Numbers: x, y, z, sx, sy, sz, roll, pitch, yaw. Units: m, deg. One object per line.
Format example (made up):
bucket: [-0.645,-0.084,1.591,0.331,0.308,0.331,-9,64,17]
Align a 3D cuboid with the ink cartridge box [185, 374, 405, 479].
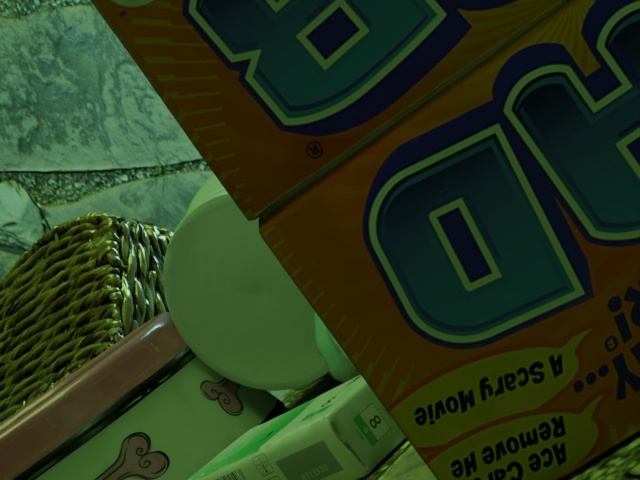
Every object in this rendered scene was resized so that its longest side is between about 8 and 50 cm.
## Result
ink cartridge box: [0.030,0.112,1.298,0.181,0.056,0.225,-32,6,47]

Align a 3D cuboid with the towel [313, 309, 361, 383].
towel: [0.081,-0.111,1.490,0.374,0.090,0.320,-91,19,-44]

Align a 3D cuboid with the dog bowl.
dog bowl: [-0.240,0.222,1.762,0.408,0.150,0.408,-36,2,1]

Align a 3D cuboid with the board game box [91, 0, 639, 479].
board game box: [0.142,-0.138,0.951,0.356,0.356,0.356,-35,2,17]

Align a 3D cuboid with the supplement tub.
supplement tub: [0.000,0.000,1.779,0.228,0.228,0.316,-34,3,28]

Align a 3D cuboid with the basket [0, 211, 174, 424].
basket: [-0.232,0.109,2.102,0.223,0.213,0.299,17,-37,-37]
